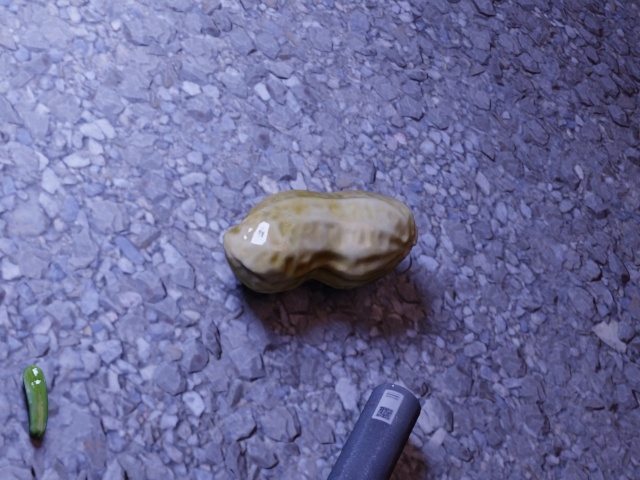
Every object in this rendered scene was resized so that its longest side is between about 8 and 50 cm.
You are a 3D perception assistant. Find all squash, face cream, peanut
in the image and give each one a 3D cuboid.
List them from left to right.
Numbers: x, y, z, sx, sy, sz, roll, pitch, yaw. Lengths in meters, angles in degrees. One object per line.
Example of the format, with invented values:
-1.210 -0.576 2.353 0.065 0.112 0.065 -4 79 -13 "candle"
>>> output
-0.328 0.186 1.439 0.027 0.027 0.089 3 62 -35 "squash"
0.000 0.000 1.725 0.305 0.147 0.147 0 62 -32 "peanut"
0.050 0.304 1.603 0.073 0.073 0.283 40 46 -8 "face cream"
